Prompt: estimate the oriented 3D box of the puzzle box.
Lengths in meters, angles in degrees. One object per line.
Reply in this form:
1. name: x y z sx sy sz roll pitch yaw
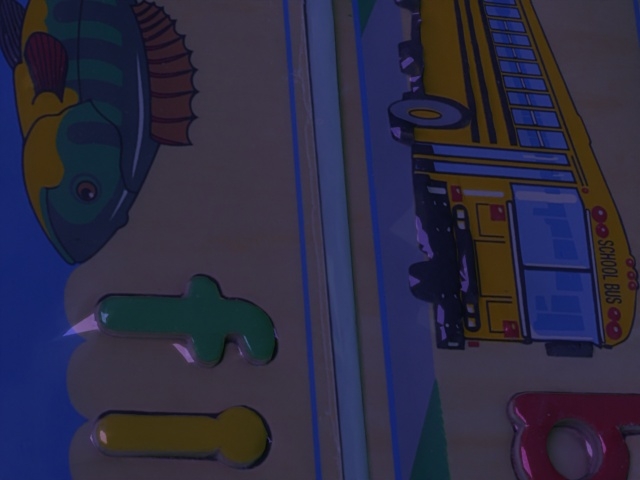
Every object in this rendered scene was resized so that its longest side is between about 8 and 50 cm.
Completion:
1. puzzle box: 0.000 0.000 0.598 0.272 0.052 0.409 3 70 -23
